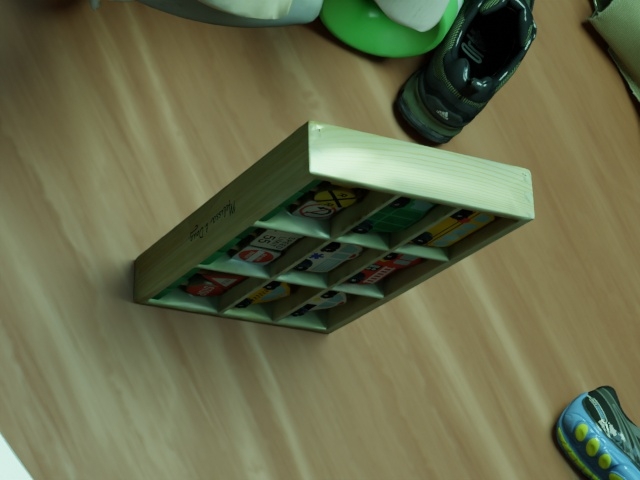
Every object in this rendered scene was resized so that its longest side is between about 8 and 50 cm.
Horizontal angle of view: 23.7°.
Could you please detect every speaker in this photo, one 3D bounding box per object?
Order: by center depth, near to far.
[{"bbox_3d":[0.082,-0.304,1.297,0.131,0.131,0.296,27,59,-21],"label":"speaker"}]

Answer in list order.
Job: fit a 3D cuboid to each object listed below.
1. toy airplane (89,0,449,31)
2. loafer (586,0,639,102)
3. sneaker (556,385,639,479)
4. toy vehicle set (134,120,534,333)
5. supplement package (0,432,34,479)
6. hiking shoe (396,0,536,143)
[{"bbox_3d":[-0.062,-0.263,1.070,0.384,0.272,0.386,54,23,21],"label":"toy airplane"},{"bbox_3d":[0.301,-0.202,1.415,0.092,0.102,0.268,-2,63,-31],"label":"loafer"},{"bbox_3d":[0.276,0.196,1.255,0.188,0.067,0.078,49,60,-3],"label":"sneaker"},{"bbox_3d":[0.000,0.000,1.038,0.166,0.267,0.035,10,66,-27],"label":"toy vehicle set"},{"bbox_3d":[-0.262,0.135,0.921,0.105,0.105,0.179,-37,93,-37],"label":"supplement package"},{"bbox_3d":[0.152,-0.184,1.299,0.086,0.114,0.226,36,57,-17],"label":"hiking shoe"}]
